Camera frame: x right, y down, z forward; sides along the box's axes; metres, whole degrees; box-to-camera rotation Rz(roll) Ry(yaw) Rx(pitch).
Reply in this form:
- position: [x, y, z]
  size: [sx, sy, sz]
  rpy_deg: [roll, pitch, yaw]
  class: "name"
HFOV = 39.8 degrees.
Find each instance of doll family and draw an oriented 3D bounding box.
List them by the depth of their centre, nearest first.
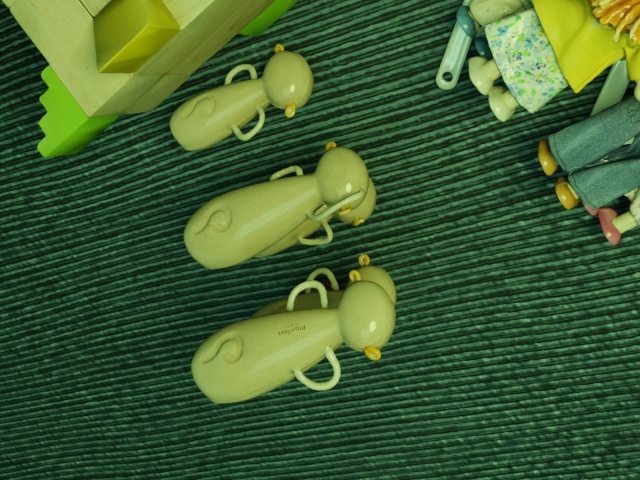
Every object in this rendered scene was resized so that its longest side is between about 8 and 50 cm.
- position: [0.209, -0.102, 0.579]
  size: [0.163, 0.118, 0.263]
  rpy_deg: [-32, 102, 31]
  class: "doll family"

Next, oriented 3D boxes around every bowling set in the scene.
- position: [0.000, 0.000, 0.711]
  size: [0.154, 0.200, 0.287]
  rpy_deg: [-22, 62, 22]
  class: "bowling set"

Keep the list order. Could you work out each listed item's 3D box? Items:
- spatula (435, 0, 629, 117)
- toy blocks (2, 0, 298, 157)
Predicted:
- position: [0.183, -0.196, 0.618]
  size: [0.168, 0.019, 0.242]
  rpy_deg: [21, 118, 8]
  class: "spatula"
- position: [-0.117, -0.278, 0.611]
  size: [0.381, 0.191, 0.261]
  rpy_deg: [-37, 89, 19]
  class: "toy blocks"
